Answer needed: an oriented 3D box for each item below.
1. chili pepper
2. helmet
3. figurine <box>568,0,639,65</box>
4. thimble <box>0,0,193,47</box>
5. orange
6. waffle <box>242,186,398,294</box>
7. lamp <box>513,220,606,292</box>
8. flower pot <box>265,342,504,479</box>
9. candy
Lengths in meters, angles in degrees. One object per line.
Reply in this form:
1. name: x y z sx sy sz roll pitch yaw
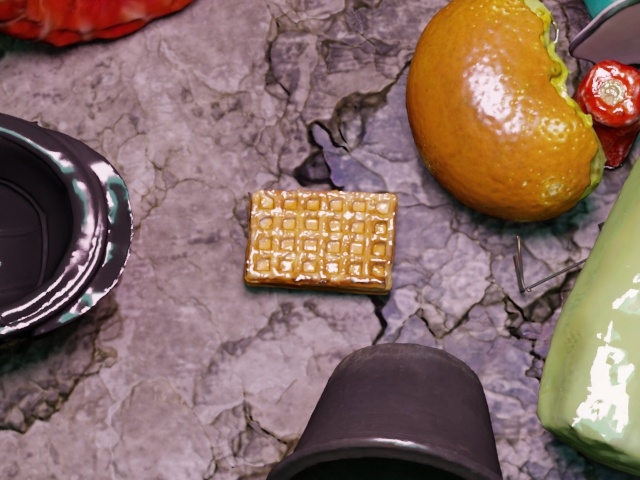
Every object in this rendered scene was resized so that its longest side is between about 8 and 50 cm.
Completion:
1. chili pepper: 0.281 -0.125 1.787 0.070 0.123 0.073 -12 69 -5
2. helmet: -0.322 0.006 1.750 0.279 0.160 0.230 0 69 -10
3. figurine: 0.293 -0.361 1.807 0.323 0.231 0.340 -28 68 32
4. thimble: -0.221 -0.364 1.782 0.350 0.350 0.230 -26 72 -6
5. orange: 0.163 -0.127 1.763 0.158 0.179 0.237 -12 78 -15
6. waffle: 0.000 0.001 1.798 0.148 0.042 0.102 3 70 3
7. lamp: 0.247 0.015 1.789 0.121 0.041 0.054 -10 80 -5
8. flower pot: 0.071 0.188 1.660 0.235 0.235 0.148 5 52 4
9. candy: 0.318 0.047 1.717 0.142 0.132 0.343 34 72 -26
